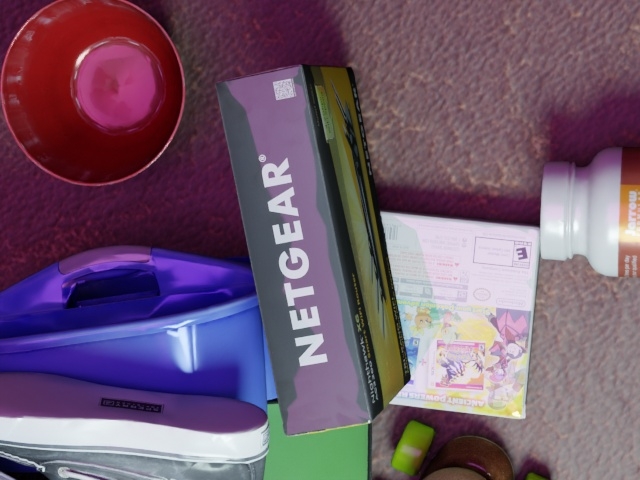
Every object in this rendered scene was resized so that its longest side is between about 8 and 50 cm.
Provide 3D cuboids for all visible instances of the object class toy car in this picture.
[{"bbox_3d":[0.121,0.268,1.743,0.155,0.188,0.149,23,100,7],"label":"toy car"}]

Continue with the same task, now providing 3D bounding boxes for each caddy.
[{"bbox_3d":[-0.185,0.092,1.754,0.341,0.241,0.179,-8,102,11],"label":"caddy"}]

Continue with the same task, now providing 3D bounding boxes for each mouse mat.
[{"bbox_3d":[-0.030,0.228,1.802,0.190,0.007,0.152,-8,75,34],"label":"mouse mat"}]

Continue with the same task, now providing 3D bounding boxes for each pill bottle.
[{"bbox_3d":[0.312,-0.025,1.706,0.216,0.121,0.121,1,97,10],"label":"pill bottle"}]

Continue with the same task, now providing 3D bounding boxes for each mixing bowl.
[{"bbox_3d":[-0.207,-0.148,1.797,0.181,0.098,0.181,1,98,9],"label":"mixing bowl"}]

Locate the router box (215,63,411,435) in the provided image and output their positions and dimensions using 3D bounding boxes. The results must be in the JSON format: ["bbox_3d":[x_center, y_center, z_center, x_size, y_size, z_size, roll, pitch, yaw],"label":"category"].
[{"bbox_3d":[0.000,0.000,1.660,0.081,0.243,0.309,-11,93,12],"label":"router box"}]

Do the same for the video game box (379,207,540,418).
[{"bbox_3d":[0.105,0.067,1.793,0.205,0.048,0.187,6,95,10],"label":"video game box"}]

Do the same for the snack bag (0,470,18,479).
[{"bbox_3d":[-0.250,0.267,1.747,0.323,0.342,0.037,27,77,6],"label":"snack bag"}]

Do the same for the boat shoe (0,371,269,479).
[{"bbox_3d":[-0.196,0.182,1.609,0.301,0.108,0.102,5,107,-1],"label":"boat shoe"}]

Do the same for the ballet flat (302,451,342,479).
[{"bbox_3d":[-0.009,0.292,1.831,0.079,0.077,0.221,8,102,13],"label":"ballet flat"}]
